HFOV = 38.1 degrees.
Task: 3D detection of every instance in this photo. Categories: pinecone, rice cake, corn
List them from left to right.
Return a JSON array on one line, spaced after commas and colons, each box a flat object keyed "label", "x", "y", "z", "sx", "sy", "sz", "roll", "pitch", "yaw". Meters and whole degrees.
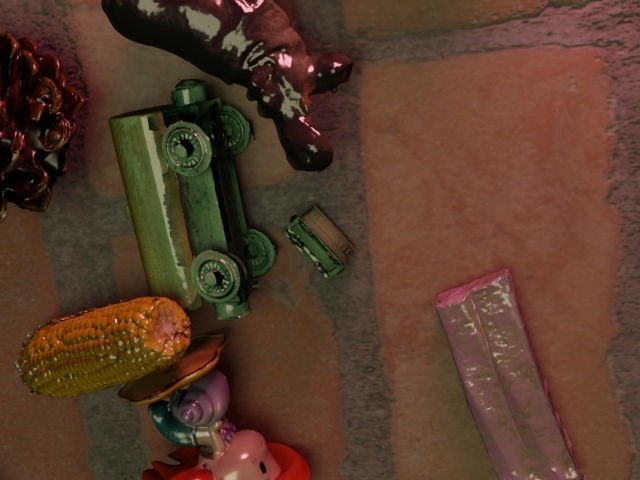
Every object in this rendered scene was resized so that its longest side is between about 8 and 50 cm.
[{"label": "pinecone", "x": -0.429, "y": -0.139, "z": 1.124, "sx": 0.257, "sy": 0.243, "sz": 0.243, "roll": 0, "pitch": 113, "yaw": -30}, {"label": "corn", "x": -0.289, "y": 0.144, "z": 1.206, "sx": 0.318, "sy": 0.115, "sz": 0.115, "roll": -17, "pitch": 103, "yaw": 42}, {"label": "rice cake", "x": 0.234, "y": 0.184, "z": 1.166, "sx": 0.106, "sy": 0.050, "sz": 0.298, "roll": -19, "pitch": 102, "yaw": 17}]

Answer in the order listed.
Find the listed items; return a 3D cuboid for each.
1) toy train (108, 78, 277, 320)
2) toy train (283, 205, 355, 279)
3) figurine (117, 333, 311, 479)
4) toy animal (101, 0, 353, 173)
[{"label": "toy train", "x": -0.170, "y": -0.042, "z": 1.150, "sx": 0.189, "sy": 0.126, "sz": 0.307, "roll": -6, "pitch": 106, "yaw": 15}, {"label": "toy train", "x": 0.000, "y": 0.000, "z": 1.160, "sx": 0.093, "sy": 0.056, "sz": 0.038, "roll": 47, "pitch": 128, "yaw": -4}, {"label": "figurine", "x": -0.149, "y": 0.274, "z": 1.231, "sx": 0.208, "sy": 0.181, "sz": 0.257, "roll": -29, "pitch": 103, "yaw": -18}, {"label": "toy animal", "x": -0.088, "y": -0.234, "z": 1.056, "sx": 0.343, "sy": 0.106, "sz": 0.168, "roll": 38, "pitch": 85, "yaw": 6}]
